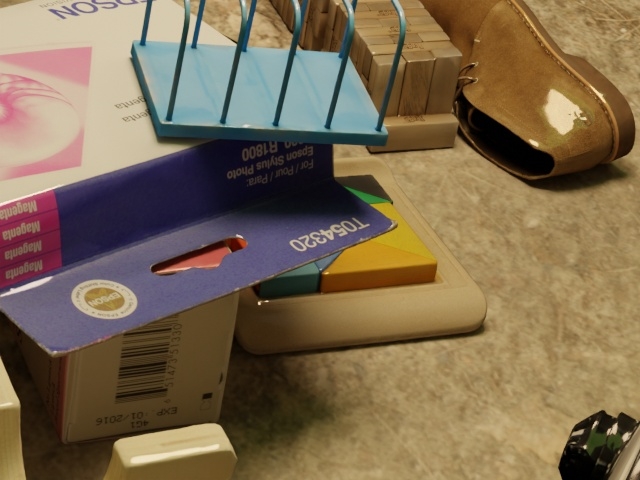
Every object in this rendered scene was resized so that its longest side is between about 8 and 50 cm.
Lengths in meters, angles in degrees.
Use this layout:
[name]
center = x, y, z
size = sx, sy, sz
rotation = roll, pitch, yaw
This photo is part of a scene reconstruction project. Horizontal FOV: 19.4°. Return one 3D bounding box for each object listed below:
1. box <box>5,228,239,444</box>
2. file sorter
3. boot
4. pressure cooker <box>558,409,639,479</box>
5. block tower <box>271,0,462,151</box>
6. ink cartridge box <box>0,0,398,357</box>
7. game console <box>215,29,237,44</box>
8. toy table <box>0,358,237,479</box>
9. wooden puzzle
[box]
center = -0.163, 0.020, 1.409
size = 0.127, 0.148, 0.232
rotation = -7, 36, -24
[file sorter]
center = -0.036, -0.144, 1.349
size = 0.170, 0.104, 0.118
rotation = 2, 35, -19
[boot]
center = 0.161, -0.164, 1.815
size = 0.115, 0.112, 0.305
rotation = -25, 48, -26
[pressure cooker]
center = 0.242, 0.263, 0.955
size = 0.420, 0.370, 0.375
rotation = 23, 32, 14
[block tower]
center = 0.038, -0.215, 1.863
size = 0.091, 0.097, 0.335
rotation = -6, 38, -20
[ink cartridge box]
center = -0.160, -0.072, 1.352
size = 0.324, 0.071, 0.330
rotation = -21, 43, -41
[game console]
center = -0.131, -0.150, 1.747
size = 0.122, 0.107, 0.071
rotation = 31, 11, 28
[toy table]
center = -0.177, 0.196, 1.137
size = 0.274, 0.161, 0.252
rotation = -16, 41, -31
[wooden puzzle]
center = 0.000, 0.000, 1.576
size = 0.221, 0.044, 0.238
rotation = -5, 36, -21
